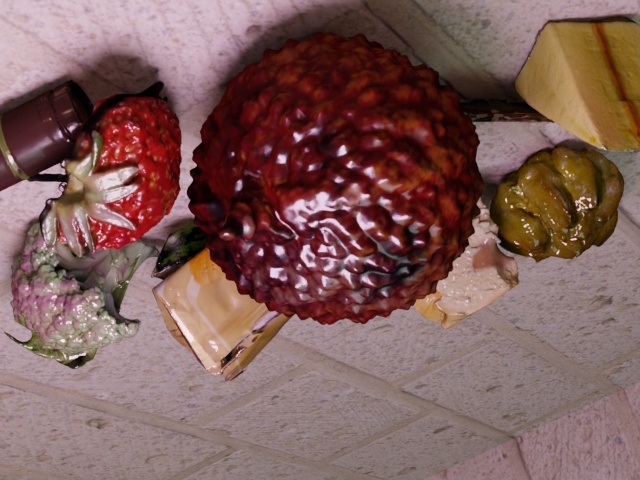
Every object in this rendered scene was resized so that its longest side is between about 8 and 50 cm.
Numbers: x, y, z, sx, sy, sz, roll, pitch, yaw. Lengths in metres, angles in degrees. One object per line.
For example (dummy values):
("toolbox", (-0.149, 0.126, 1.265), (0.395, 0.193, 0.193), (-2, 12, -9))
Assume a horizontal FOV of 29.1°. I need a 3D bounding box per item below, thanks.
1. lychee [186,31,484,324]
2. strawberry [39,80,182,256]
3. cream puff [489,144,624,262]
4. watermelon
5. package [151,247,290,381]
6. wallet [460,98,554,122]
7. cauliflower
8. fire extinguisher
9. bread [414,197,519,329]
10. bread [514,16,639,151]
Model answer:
("lychee", (0.013, -0.081, 1.719), (0.424, 0.425, 0.500), (-35, 173, 30))
("strawberry", (-0.239, -0.101, 1.695), (0.306, 0.137, 0.233), (-40, 156, -59))
("cream puff", (0.430, -0.063, 2.237), (0.244, 0.196, 0.244), (-39, 156, -22))
("watermelon", (-0.210, 0.033, 2.099), (0.119, 0.063, 0.245), (-53, 162, 9))
("package", (-0.101, 0.075, 2.063), (0.311, 0.165, 0.221), (-39, 158, -17))
("wallet", (0.292, -0.207, 1.969), (0.232, 0.122, 0.031), (-4, 105, -25))
("cauliflower", (-0.378, 0.067, 2.028), (0.315, 0.239, 0.256), (-41, 179, -30))
("fire extinguisher", (-0.465, -0.094, 1.712), (0.341, 0.141, 0.105), (-25, -179, 8))
("bread", (0.235, 0.055, 2.220), (0.211, 0.184, 0.224), (-37, 173, -6))
("bread", (0.421, -0.195, 1.886), (0.167, 0.264, 0.163), (-1, 147, -16))
